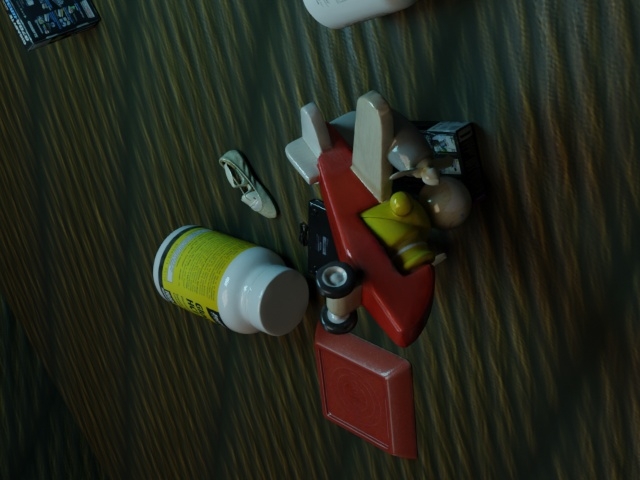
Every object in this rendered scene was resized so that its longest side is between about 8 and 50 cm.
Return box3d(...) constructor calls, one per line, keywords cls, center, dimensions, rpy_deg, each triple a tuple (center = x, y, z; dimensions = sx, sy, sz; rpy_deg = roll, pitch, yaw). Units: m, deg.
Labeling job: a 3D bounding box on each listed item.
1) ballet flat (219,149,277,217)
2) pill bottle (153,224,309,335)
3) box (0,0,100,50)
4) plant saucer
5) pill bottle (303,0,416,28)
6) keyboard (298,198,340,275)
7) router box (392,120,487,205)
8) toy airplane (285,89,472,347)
box3d(cls="ballet flat", center=(-0.153, -0.108, 2.082), dimensions=(0.168, 0.052, 0.057), rpy_deg=(56, 144, 4))
box3d(cls="pill bottle", center=(-0.189, 0.089, 2.149), dimensions=(0.334, 0.188, 0.188), rpy_deg=(18, 127, 43))
box3d(cls="box", center=(-0.612, -0.547, 2.210), dimensions=(0.051, 0.175, 0.220), rpy_deg=(-20, 100, 56))
box3d(cls="plant saucer", center=(0.084, 0.320, 2.112), dimensions=(0.259, 0.048, 0.258), rpy_deg=(21, 130, 39))
box3d(cls="pill bottle", center=(0.086, -0.405, 1.520), dimensions=(0.229, 0.131, 0.131), rpy_deg=(-4, 112, 51))
box3d(cls="keyboard", center=(0.000, 0.000, 2.005), dimensions=(0.108, 0.023, 0.180), rpy_deg=(25, 132, 29))
box3d(cls="router box", center=(0.182, -0.130, 1.674), dimensions=(0.179, 0.046, 0.133), rpy_deg=(9, 122, 47))
box3d(cls="toy airplane", center=(0.100, -0.059, 1.607), dimensions=(0.386, 0.272, 0.384), rpy_deg=(-115, 14, -77))
